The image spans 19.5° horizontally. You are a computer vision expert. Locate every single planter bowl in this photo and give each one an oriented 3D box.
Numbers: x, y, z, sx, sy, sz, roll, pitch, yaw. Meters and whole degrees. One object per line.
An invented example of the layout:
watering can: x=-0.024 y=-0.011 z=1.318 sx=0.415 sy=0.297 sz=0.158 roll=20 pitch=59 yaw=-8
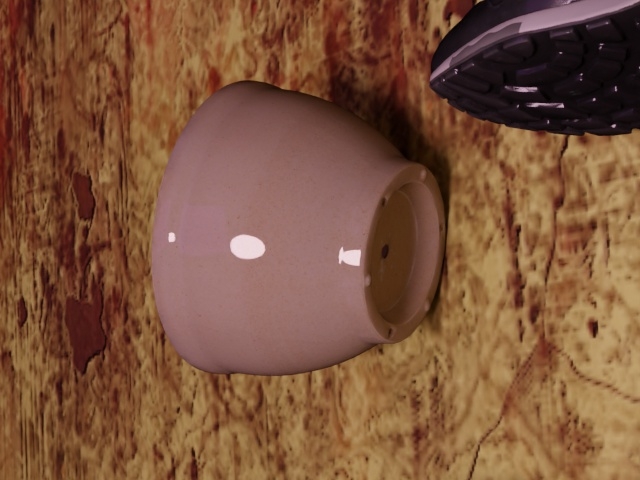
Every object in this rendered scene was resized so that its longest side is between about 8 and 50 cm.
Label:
planter bowl: x=0.000 y=0.000 z=0.995 sx=0.109 sy=0.162 sz=0.162 roll=9 pitch=96 yaw=28

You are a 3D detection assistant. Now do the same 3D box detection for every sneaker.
sneaker: x=0.160 y=-0.140 z=0.822 sx=0.283 sy=0.107 sz=0.124 roll=-25 pitch=53 yaw=48
